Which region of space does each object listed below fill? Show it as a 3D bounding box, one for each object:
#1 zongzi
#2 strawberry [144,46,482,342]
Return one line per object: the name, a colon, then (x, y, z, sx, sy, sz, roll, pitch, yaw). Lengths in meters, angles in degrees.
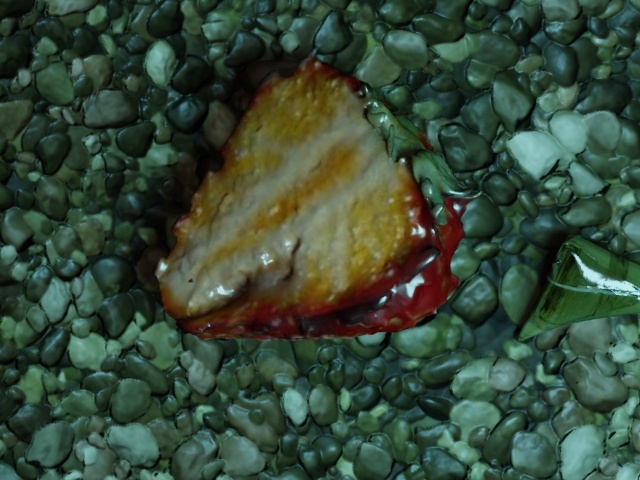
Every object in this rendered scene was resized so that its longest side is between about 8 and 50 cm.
zongzi: (0.246, 0.063, 1.361, 0.104, 0.052, 0.113, 25, 108, 6)
strawberry: (0.015, 0.004, 1.366, 0.253, 0.150, 0.280, 38, 100, 31)
